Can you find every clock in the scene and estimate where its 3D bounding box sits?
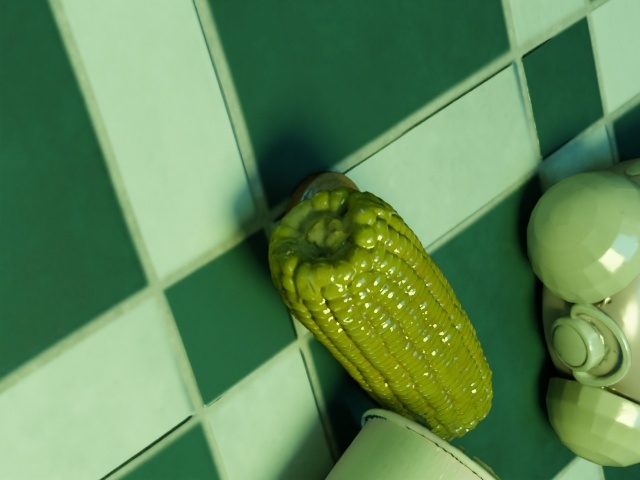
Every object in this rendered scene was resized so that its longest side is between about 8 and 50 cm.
[{"bbox_3d":[0.376,0.059,1.540,0.326,0.184,0.342,-24,110,-33],"label":"clock"}]

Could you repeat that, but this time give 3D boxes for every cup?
[{"bbox_3d":[0.053,0.328,1.247,0.274,0.253,0.253,-45,127,-19],"label":"cup"}]

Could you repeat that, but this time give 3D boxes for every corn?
[{"bbox_3d":[0.065,0.076,1.252,0.131,0.131,0.344,-58,144,-17],"label":"corn"}]

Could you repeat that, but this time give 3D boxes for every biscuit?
[{"bbox_3d":[0.000,0.000,1.267,0.102,0.019,0.130,24,83,-43],"label":"biscuit"}]
